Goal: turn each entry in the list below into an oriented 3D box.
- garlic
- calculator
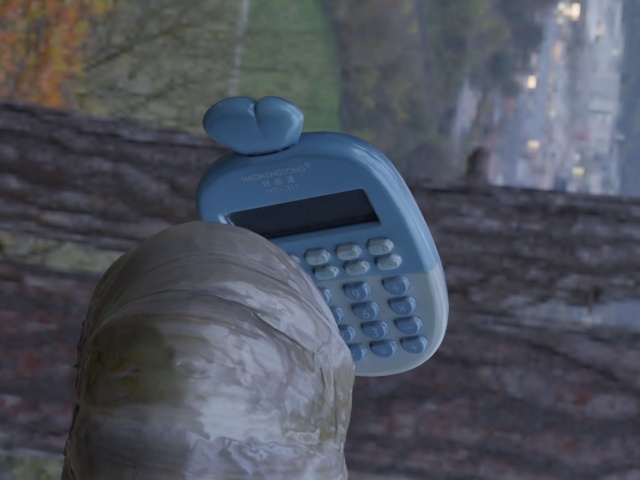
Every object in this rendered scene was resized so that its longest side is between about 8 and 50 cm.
[{"bbox_3d":[-0.060,0.103,0.793,0.228,0.152,0.228,-177,-90,-81],"label":"garlic"},{"bbox_3d":[0.000,0.000,1.236,0.303,0.188,0.042,64,33,-30],"label":"calculator"}]
